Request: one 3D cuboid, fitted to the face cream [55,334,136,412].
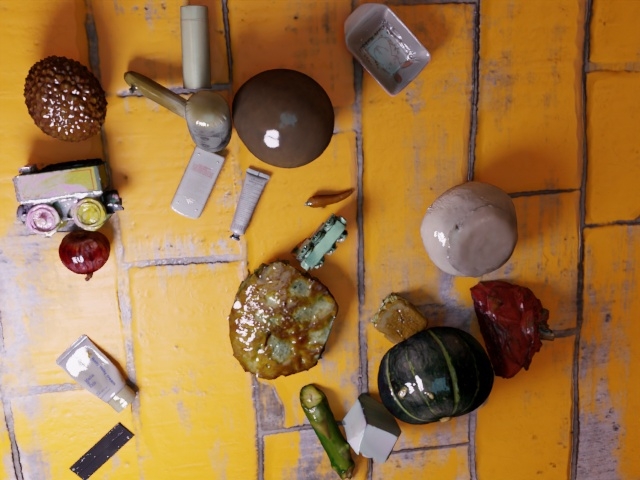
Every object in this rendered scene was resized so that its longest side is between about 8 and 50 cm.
[{"bbox_3d":[-0.610,0.373,1.895,0.114,0.070,0.224,-44,97,2],"label":"face cream"}]

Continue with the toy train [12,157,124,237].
[{"bbox_3d":[-0.635,-0.110,1.738,0.261,0.134,0.177,-8,103,-8],"label":"toy train"}]

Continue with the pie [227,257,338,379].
[{"bbox_3d":[-0.111,0.220,1.915,0.289,0.103,0.354,15,104,-12],"label":"pie"}]

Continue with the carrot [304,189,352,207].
[{"bbox_3d":[0.022,-0.114,1.898,0.142,0.035,0.035,-13,104,-14],"label":"carrot"}]

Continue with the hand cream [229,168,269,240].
[{"bbox_3d":[-0.200,-0.094,1.864,0.067,0.042,0.194,20,94,-5],"label":"hand cream"}]

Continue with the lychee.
[{"bbox_3d":[-0.614,-0.331,1.669,0.200,0.200,0.238,4,143,-10],"label":"lychee"}]

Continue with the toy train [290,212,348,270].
[{"bbox_3d":[0.000,0.000,1.880,0.074,0.118,0.176,39,90,-21],"label":"toy train"}]

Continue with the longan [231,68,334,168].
[{"bbox_3d":[-0.089,-0.308,1.734,0.258,0.258,0.257,-2,103,-9],"label":"longan"}]

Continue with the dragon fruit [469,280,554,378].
[{"bbox_3d":[0.585,0.257,2.011,0.205,0.152,0.316,-23,105,-5],"label":"dragon fruit"}]

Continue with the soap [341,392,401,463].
[{"bbox_3d":[0.149,0.530,1.959,0.145,0.230,0.091,26,97,-14],"label":"soap"}]

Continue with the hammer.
[{"bbox_3d":[-0.361,-0.343,1.724,0.306,0.202,0.113,29,73,3],"label":"hammer"}]

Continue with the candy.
[{"bbox_3d":[0.406,-0.033,1.900,0.296,0.185,0.295,-7,106,-24],"label":"candy"}]

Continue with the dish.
[{"bbox_3d":[0.161,-0.509,1.812,0.154,0.064,0.234,-45,106,3],"label":"dish"}]

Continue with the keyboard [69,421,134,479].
[{"bbox_3d":[-0.622,0.601,1.965,0.198,0.010,0.063,-43,107,2],"label":"keyboard"}]

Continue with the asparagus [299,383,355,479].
[{"bbox_3d":[0.030,0.579,2.031,0.082,0.085,0.342,-30,105,-26],"label":"asparagus"}]

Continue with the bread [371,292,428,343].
[{"bbox_3d":[0.226,0.232,1.989,0.140,0.069,0.128,35,96,-14],"label":"bread"}]

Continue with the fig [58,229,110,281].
[{"bbox_3d":[-0.617,0.040,1.785,0.128,0.128,0.150,29,102,-14],"label":"fig"}]

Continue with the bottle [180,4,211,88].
[{"bbox_3d":[-0.313,-0.483,1.738,0.072,0.072,0.201,-2,103,-9],"label":"bottle"}]

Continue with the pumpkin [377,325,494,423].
[{"bbox_3d":[0.317,0.383,1.922,0.324,0.323,0.241,-19,64,-4],"label":"pumpkin"}]

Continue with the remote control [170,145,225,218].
[{"bbox_3d":[-0.326,-0.152,1.832,0.088,0.029,0.189,23,98,-13],"label":"remote control"}]
